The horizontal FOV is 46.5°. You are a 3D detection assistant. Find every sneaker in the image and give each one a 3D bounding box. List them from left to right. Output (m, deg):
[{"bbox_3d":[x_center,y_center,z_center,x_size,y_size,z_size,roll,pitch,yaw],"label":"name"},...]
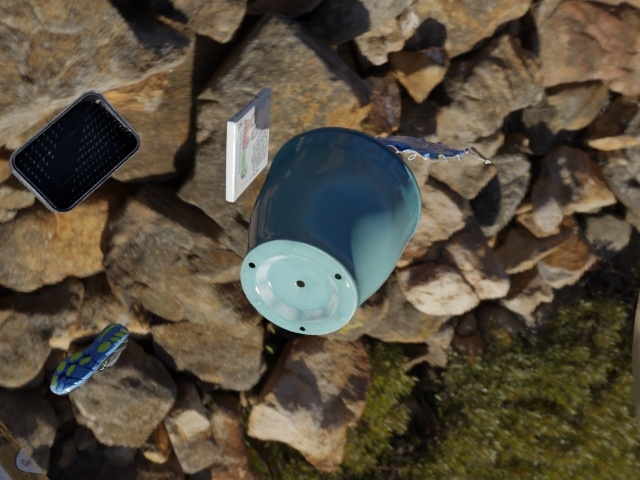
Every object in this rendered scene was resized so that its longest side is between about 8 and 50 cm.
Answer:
[{"bbox_3d":[-0.444,0.242,1.461,0.188,0.067,0.078,-45,151,-43],"label":"sneaker"}]

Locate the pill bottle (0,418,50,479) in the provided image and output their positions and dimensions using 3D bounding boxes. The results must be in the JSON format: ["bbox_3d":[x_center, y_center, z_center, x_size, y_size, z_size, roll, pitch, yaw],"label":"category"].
[{"bbox_3d":[-0.351,0.215,0.694,0.131,0.131,0.229,-41,84,-9],"label":"pill bottle"}]

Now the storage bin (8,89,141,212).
[{"bbox_3d":[-0.394,-0.140,1.197,0.180,0.084,0.122,-46,109,-15],"label":"storage bin"}]

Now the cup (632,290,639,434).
[{"bbox_3d":[0.243,0.027,0.210,0.237,0.331,0.331,30,88,-52],"label":"cup"}]

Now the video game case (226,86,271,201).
[{"bbox_3d":[-0.124,-0.167,1.291,0.019,0.143,0.157,17,129,14],"label":"video game case"}]

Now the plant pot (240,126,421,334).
[{"bbox_3d":[0.000,0.000,1.178,0.271,0.272,0.255,52,37,-20],"label":"plant pot"}]

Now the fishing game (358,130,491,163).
[{"bbox_3d":[0.197,-0.179,1.491,0.264,0.189,0.041,7,107,-5],"label":"fishing game"}]
